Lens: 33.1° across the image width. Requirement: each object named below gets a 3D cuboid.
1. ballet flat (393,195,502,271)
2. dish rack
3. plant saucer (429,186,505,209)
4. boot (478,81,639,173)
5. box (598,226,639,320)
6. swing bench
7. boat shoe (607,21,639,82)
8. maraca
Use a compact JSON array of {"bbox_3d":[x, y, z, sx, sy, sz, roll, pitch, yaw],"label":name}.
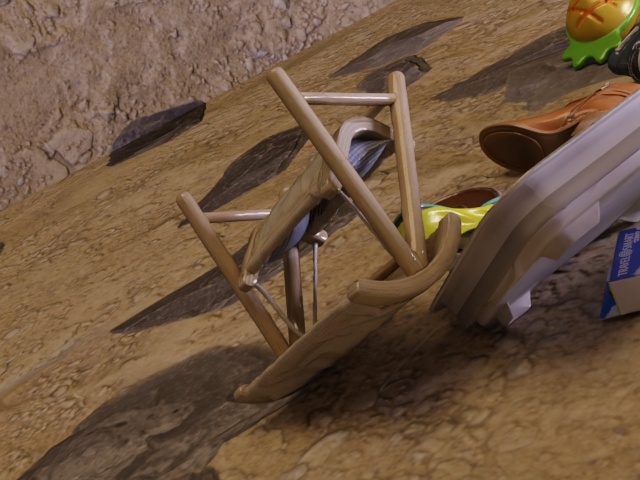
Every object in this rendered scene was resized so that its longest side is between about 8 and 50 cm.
[{"bbox_3d":[0.173,-0.001,1.186,0.231,0.077,0.077,-5,-38,-44],"label":"ballet flat"},{"bbox_3d":[0.266,-0.042,1.044,0.333,0.072,0.285,-35,-16,-22],"label":"dish rack"},{"bbox_3d":[0.165,-0.022,1.343,0.168,0.029,0.168,-24,19,9],"label":"plant saucer"},{"bbox_3d":[0.322,-0.154,1.422,0.197,0.073,0.152,5,36,36],"label":"boot"},{"bbox_3d":[0.343,0.015,0.997,0.178,0.042,0.109,-16,21,27],"label":"box"},{"bbox_3d":[0.000,0.000,1.096,0.165,0.254,0.253,-5,-25,-36],"label":"swing bench"},{"bbox_3d":[0.509,-0.310,1.550,0.254,0.095,0.079,-45,36,-23],"label":"boat shoe"},{"bbox_3d":[0.449,-0.353,1.734,0.127,0.099,0.185,-10,51,45],"label":"maraca"}]
